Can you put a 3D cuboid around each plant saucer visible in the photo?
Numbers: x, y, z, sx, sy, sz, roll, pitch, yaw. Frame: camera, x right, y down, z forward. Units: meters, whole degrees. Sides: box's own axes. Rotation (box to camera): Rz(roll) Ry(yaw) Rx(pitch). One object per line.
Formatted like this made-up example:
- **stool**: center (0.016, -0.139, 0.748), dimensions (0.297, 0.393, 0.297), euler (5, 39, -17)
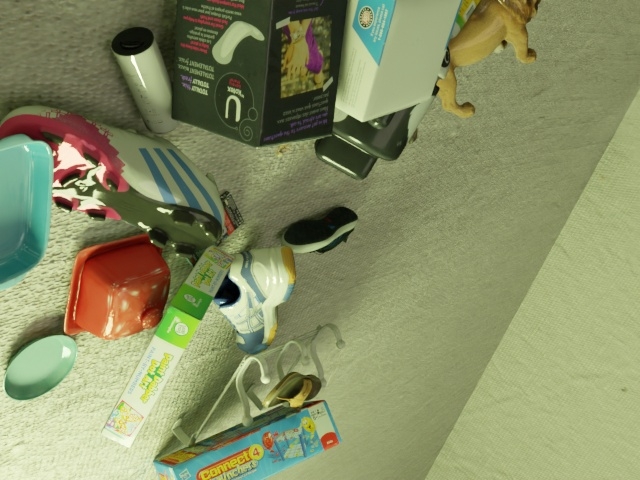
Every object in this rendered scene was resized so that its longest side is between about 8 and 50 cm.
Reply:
- **plant saucer**: center (-0.416, 0.182, 1.117), dimensions (0.119, 0.021, 0.119), euler (-36, 147, -28)

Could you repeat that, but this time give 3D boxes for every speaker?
- **speaker**: center (-0.216, -0.200, 0.955), dimensions (0.055, 0.055, 0.136), euler (-42, 149, -20)

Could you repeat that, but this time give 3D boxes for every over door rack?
- **over door rack**: center (-0.113, 0.304, 1.513), dimensions (0.239, 0.108, 0.324), euler (-15, 156, -49)

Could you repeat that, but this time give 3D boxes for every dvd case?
- **dvd case**: center (-0.183, -0.017, 1.254), dimensions (0.119, 0.013, 0.087), euler (-46, 151, -16)

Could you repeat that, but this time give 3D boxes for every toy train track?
- **toy train track**: center (-0.052, -0.177, 1.271), dimensions (0.048, 0.014, 0.083), euler (-4, 124, -55)

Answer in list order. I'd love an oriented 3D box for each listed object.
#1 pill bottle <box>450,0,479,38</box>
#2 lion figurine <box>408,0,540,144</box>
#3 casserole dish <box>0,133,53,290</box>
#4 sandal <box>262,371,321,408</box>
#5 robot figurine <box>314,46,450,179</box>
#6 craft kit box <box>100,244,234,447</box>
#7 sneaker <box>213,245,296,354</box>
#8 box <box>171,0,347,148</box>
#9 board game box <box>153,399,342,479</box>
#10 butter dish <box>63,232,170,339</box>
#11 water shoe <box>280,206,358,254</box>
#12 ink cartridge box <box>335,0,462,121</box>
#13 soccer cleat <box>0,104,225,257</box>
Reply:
- **pill bottle**: center (0.231, -0.470, 1.241), dimensions (0.246, 0.136, 0.136), euler (-57, 152, 5)
- **lion figurine**: center (0.272, -0.375, 1.413), dimensions (0.392, 0.142, 0.240), euler (-46, 144, -4)
- **casserole dish**: center (-0.349, -0.033, 0.828), dimensions (0.114, 0.037, 0.189), euler (-34, 144, -54)
- **sandal**: center (-0.040, 0.283, 1.396), dimensions (0.072, 0.049, 0.180), euler (-56, 152, 9)
- **robot figurine**: center (0.098, -0.241, 1.254), dimensions (0.173, 0.209, 0.278), euler (17, 108, -47)
- **craft kit box**: center (-0.231, 0.154, 1.182), dimensions (0.247, 0.060, 0.250), euler (-62, -175, 20)
- **sneaker**: center (-0.139, 0.108, 1.391), dimensions (0.130, 0.112, 0.297), euler (0, 139, -18)
- **box**: center (-0.073, -0.267, 0.926), dimensions (0.143, 0.165, 0.271), euler (-17, 123, -47)
- **board game box**: center (-0.152, 0.410, 1.464), dimensions (0.301, 0.086, 0.308), euler (-19, 173, -22)
- **butter dish**: center (-0.278, 0.085, 1.114), dimensions (0.159, 0.118, 0.160), euler (-17, 135, -47)
- **water shoe**: center (0.000, 0.000, 1.485), dimensions (0.203, 0.073, 0.080), euler (-23, 142, -42)
- **ink cartridge box**: center (0.039, -0.301, 1.040), dimensions (0.168, 0.232, 0.171), euler (-26, 141, -44)
- **soccer cleat**: center (-0.259, -0.094, 0.976), dimensions (0.116, 0.143, 0.331), euler (-30, 139, 26)
